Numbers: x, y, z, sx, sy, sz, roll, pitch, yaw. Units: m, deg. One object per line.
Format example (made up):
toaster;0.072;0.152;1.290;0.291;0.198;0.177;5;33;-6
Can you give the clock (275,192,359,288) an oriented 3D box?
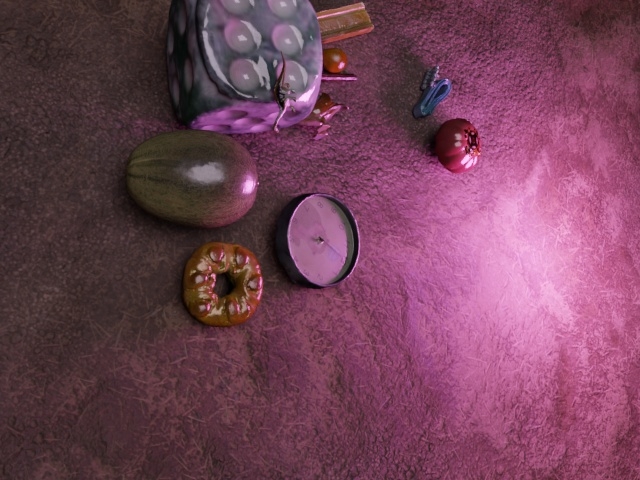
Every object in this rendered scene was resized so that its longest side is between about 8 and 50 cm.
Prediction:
clock;0.000;0.000;1.646;0.281;0.055;0.280;6;80;-39

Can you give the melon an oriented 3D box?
melon;-0.316;-0.155;1.460;0.329;0.248;0.248;3;79;-21

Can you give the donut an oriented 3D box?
donut;-0.255;0.115;1.510;0.227;0.114;0.226;5;78;-24

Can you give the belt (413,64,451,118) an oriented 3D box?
belt;0.362;-0.486;1.938;0.100;0.065;0.179;46;65;-22

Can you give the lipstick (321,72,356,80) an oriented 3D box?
lipstick;0.035;-0.506;1.807;0.176;0.027;0.027;-8;84;-27

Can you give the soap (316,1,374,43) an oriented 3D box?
soap;0.049;-0.681;1.838;0.252;0.037;0.092;-23;90;-26

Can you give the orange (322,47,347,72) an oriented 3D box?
orange;0.040;-0.555;1.793;0.085;0.085;0.085;5;79;-24

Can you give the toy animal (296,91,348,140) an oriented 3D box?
toy animal;-0.016;-0.398;1.737;0.188;0.089;0.179;-23;76;-21

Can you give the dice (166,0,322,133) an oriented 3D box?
dice;-0.202;-0.468;1.501;0.330;0.348;0.328;-6;89;-24

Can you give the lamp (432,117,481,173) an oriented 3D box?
lamp;0.443;-0.308;1.908;0.182;0.140;0.182;4;83;-43

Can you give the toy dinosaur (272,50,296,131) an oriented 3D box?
toy dinosaur;-0.081;-0.342;1.356;0.058;0.037;0.180;-2;95;-35
